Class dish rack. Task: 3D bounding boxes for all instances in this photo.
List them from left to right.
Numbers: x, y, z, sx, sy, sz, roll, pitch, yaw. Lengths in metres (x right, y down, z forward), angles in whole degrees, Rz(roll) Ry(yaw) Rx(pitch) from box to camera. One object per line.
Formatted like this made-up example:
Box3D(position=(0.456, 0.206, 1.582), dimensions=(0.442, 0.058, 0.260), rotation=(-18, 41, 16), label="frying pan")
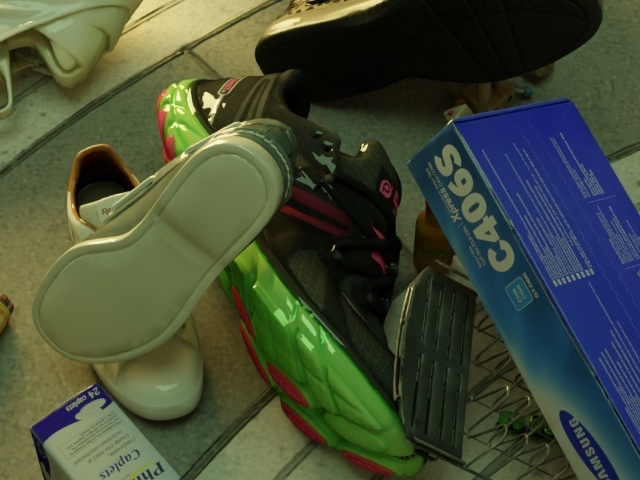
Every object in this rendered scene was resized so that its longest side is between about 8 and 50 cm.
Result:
Box3D(position=(0.188, 0.131, 1.293), dimensions=(0.272, 0.074, 0.208), rotation=(27, 48, -21), label="dish rack")

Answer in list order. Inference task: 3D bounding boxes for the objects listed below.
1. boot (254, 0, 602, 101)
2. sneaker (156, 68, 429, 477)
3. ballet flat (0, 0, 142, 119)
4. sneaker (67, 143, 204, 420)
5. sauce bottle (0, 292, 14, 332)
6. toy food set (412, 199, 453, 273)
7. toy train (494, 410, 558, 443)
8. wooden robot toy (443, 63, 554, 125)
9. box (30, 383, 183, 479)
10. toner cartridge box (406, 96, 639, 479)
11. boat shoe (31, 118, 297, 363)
Box3D(position=(0.131, -0.295, 1.593), dimensions=(0.377, 0.138, 0.284), rotation=(-10, 43, 32), label="boot")
Box3D(position=(0.000, 0.000, 1.395), dimensions=(0.202, 0.185, 0.482), rotation=(-21, 57, -10), label="sneaker")
Box3D(position=(-0.329, -0.201, 1.600), dimensions=(0.400, 0.139, 0.139), rotation=(-25, 57, -12), label="ballet flat")
Box3D(position=(-0.188, 0.032, 1.412), dimensions=(0.106, 0.123, 0.290), rotation=(-17, 56, -14), label="sneaker")
Box3D(position=(-0.335, 0.104, 1.409), dimensions=(0.042, 0.042, 0.128), rotation=(17, 58, 13), label="sauce bottle")
Box3D(position=(0.212, -0.004, 1.442), dimensions=(0.232, 0.104, 0.111), rotation=(17, 55, 13), label="toy food set")
Box3D(position=(0.202, 0.172, 1.366), dimensions=(0.083, 0.017, 0.023), rotation=(9, 43, 7), label="toy train")
Box3D(position=(0.171, -0.176, 1.598), dimensions=(0.079, 0.076, 0.173), rotation=(31, 59, 34), label="wooden robot toy")
Box3D(position=(-0.174, 0.216, 1.269), dimensions=(0.072, 0.126, 0.137), rotation=(-34, 59, -24), label="box")
Box3D(position=(0.226, 0.049, 1.275), dimensions=(0.165, 0.075, 0.347), rotation=(-14, 70, -40), label="toner cartridge box")
Box3D(position=(-0.132, 0.002, 1.303), dimensions=(0.116, 0.319, 0.099), rotation=(45, 35, -8), label="boat shoe")
